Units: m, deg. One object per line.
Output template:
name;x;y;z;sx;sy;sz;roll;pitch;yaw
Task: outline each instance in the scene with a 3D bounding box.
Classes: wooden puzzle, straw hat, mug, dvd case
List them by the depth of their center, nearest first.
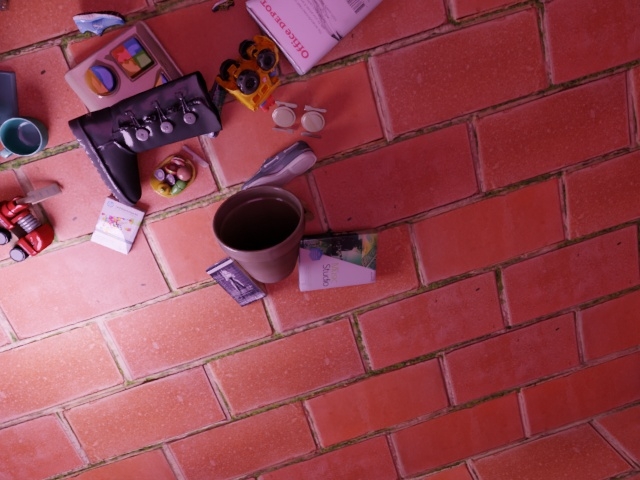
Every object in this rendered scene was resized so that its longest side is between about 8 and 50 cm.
mug;-1.027;-0.360;1.567;0.158;0.097;0.129;-10;112;-6
wooden puzzle;-0.651;-0.525;1.573;0.348;0.080;0.322;-34;109;5
straw hat;-0.087;-0.129;1.774;0.145;0.144;0.061;17;65;-12
dvd case;-0.337;0.167;1.821;0.165;0.018;0.221;-26;114;38

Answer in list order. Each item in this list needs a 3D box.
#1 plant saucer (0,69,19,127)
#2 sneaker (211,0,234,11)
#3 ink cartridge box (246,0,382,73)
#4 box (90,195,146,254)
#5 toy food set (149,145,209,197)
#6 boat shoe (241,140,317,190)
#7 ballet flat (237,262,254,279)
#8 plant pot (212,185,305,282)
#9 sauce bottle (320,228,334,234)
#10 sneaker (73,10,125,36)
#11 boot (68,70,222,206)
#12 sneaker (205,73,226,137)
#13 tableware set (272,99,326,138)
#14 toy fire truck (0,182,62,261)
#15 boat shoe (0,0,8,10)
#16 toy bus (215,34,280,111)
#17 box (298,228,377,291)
plant saucer;-1.082;-0.484;1.566;0.067;0.018;0.191;4;106;-8
sneaker;-0.331;-0.799;1.550;0.083;0.031;0.035;-31;109;3
ink cartridge box;-0.012;-0.797;1.519;0.395;0.166;0.285;-41;107;6
box;-0.768;-0.057;1.731;0.145;0.038;0.186;24;102;-14
toy food set;-0.535;-0.245;1.681;0.218;0.071;0.128;-42;108;7
boat shoe;-0.169;-0.268;1.724;0.320;0.116;0.099;-29;66;10
ballet flat;-0.309;0.074;1.821;0.067;0.073;0.206;-24;115;-19
plant pot;-0.200;0.004;1.680;0.324;0.323;0.280;-14;140;-2
sauce bottle;0.000;0.000;1.840;0.128;0.042;0.042;-36;108;7
sneaker;-0.731;-0.724;1.521;0.162;0.063;0.073;-5;126;-1
boot;-0.549;-0.339;1.567;0.446;0.146;0.366;-24;135;-5
sneaker;-0.402;-0.483;1.620;0.098;0.083;0.223;13;102;2
tableware set;-0.079;-0.455;1.679;0.194;0.039;0.128;9;136;-5
toy fire truck;-1.042;-0.079;1.648;0.247;0.158;0.217;-31;108;14
boat shoe;-1.024;-0.826;1.447;0.060;0.064;0.177;-2;112;-39
toy bus;-0.214;-0.560;1.583;0.220;0.149;0.211;-49;143;0
box;0.070;0.079;1.840;0.322;0.058;0.232;-7;116;-11
